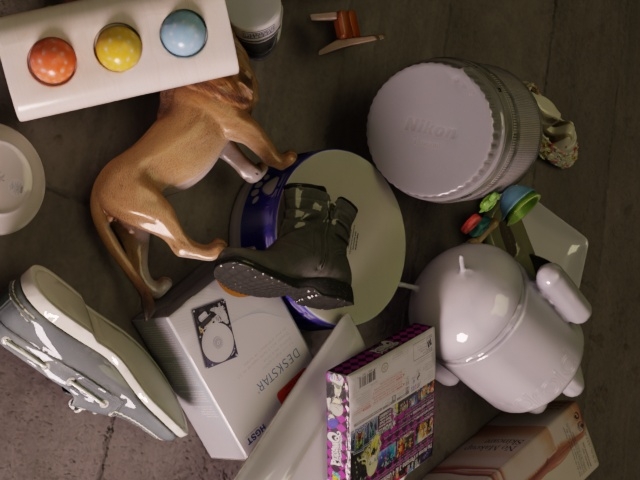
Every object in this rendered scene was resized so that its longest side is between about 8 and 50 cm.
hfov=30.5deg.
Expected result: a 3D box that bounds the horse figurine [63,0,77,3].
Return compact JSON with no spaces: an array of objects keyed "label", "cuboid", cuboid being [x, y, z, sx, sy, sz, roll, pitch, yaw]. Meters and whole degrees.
[{"label":"horse figurine","cuboid":[-0.338,-0.422,1.507,0.263,0.066,0.174,56,46,-24]}]

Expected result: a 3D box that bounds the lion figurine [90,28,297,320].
[{"label":"lion figurine","cuboid":[-0.193,-0.111,1.550,0.240,0.142,0.392,44,61,-20]}]

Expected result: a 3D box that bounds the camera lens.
[{"label":"camera lens","cuboid":[0.212,-0.170,1.822,0.274,0.219,0.219,-11,92,-65]}]

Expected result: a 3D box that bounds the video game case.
[{"label":"video game case","cuboid":[0.089,0.248,1.662,0.232,0.042,0.210,-22,116,-51]}]

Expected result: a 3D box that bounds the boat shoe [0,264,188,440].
[{"label":"boat shoe","cuboid":[-0.288,0.160,1.475,0.099,0.116,0.319,-36,124,7]}]

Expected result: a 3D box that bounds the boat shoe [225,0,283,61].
[{"label":"boat shoe","cuboid":[-0.102,-0.399,1.694,0.108,0.102,0.301,-10,66,-2]}]

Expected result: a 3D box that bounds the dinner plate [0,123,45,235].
[{"label":"dinner plate","cuboid":[-0.398,-0.077,1.440,0.141,0.017,0.141,6,82,-43]}]

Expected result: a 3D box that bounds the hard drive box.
[{"label":"hard drive box","cuboid":[-0.120,0.153,1.610,0.181,0.089,0.232,-41,112,-37]}]

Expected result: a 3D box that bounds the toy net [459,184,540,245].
[{"label":"toy net","cuboid":[0.257,-0.001,1.886,0.045,0.232,0.122,47,44,17]}]

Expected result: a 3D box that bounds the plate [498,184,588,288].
[{"label":"plate","cuboid":[0.357,0.064,2.082,0.277,0.045,0.278,32,64,-35]}]

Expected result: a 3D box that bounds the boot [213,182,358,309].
[{"label":"boot","cuboid":[-0.046,-0.004,1.576,0.246,0.083,0.161,17,67,-45]}]

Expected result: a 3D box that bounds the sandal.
[{"label":"sandal","cuboid":[0.359,0.070,1.995,0.120,0.086,0.303,-41,111,-37]}]

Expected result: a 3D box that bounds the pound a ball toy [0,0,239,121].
[{"label":"pound a ball toy","cuboid":[-0.276,-0.269,1.413,0.319,0.136,0.208,-13,106,-7]}]

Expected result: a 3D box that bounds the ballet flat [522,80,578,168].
[{"label":"ballet flat","cuboid":[0.416,-0.208,2.151,0.241,0.077,0.091,35,62,-34]}]

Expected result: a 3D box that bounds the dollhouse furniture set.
[{"label":"dollhouse furniture set","cuboid":[0.034,-0.414,1.719,0.259,0.135,0.262,-42,120,-74]}]

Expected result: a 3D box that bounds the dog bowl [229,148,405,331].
[{"label":"dog bowl","cuboid":[0.000,0.000,1.728,0.265,0.104,0.265,7,79,-42]}]

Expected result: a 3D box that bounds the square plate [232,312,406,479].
[{"label":"square plate","cuboid":[0.020,0.339,1.668,0.344,0.049,0.347,-54,138,-32]}]

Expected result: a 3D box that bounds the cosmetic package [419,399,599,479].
[{"label":"cosmetic package","cuboid":[0.305,0.385,1.923,0.296,0.153,0.129,-30,103,-42]}]

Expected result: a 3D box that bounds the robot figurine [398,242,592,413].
[{"label":"robot figurine","cuboid":[0.276,0.136,1.847,0.353,0.300,0.200,39,30,-32]}]
